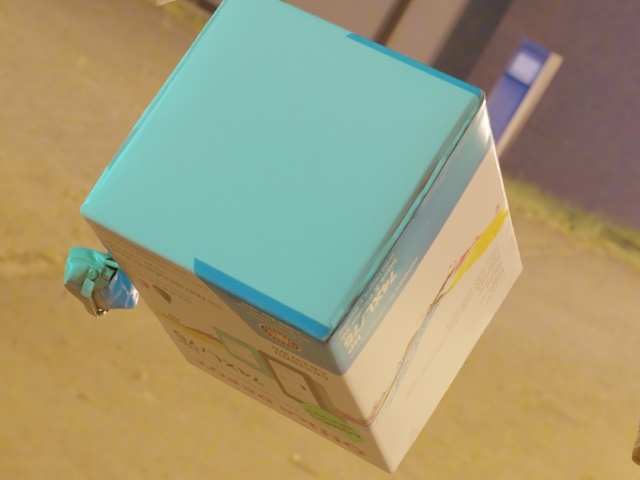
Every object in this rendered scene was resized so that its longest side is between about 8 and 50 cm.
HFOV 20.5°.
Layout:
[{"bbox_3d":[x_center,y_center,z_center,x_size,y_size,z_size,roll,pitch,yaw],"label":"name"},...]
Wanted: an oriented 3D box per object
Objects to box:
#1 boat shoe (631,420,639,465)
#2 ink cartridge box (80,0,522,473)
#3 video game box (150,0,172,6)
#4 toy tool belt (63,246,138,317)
[{"bbox_3d":[0.295,0.136,1.189,0.170,0.059,0.063,12,-14,-10],"label":"boat shoe"},{"bbox_3d":[0.000,0.000,1.230,0.198,0.197,0.270,27,-17,22],"label":"ink cartridge box"},{"bbox_3d":[-0.093,-0.234,0.815,0.205,0.048,0.187,99,-27,-73],"label":"video game box"},{"bbox_3d":[-0.154,0.033,1.325,0.051,0.052,0.083,-2,-21,18],"label":"toy tool belt"}]
